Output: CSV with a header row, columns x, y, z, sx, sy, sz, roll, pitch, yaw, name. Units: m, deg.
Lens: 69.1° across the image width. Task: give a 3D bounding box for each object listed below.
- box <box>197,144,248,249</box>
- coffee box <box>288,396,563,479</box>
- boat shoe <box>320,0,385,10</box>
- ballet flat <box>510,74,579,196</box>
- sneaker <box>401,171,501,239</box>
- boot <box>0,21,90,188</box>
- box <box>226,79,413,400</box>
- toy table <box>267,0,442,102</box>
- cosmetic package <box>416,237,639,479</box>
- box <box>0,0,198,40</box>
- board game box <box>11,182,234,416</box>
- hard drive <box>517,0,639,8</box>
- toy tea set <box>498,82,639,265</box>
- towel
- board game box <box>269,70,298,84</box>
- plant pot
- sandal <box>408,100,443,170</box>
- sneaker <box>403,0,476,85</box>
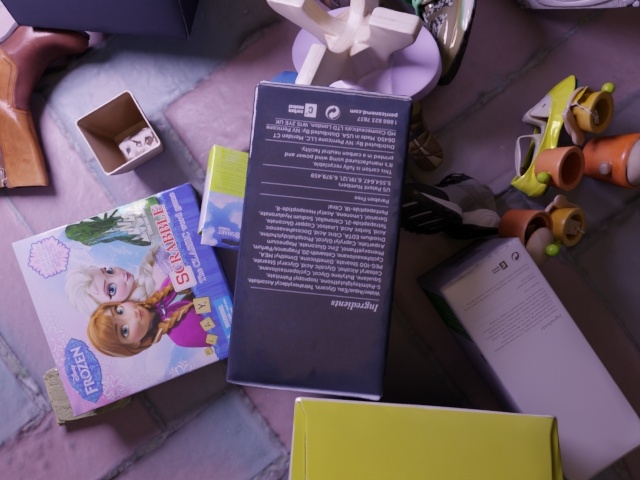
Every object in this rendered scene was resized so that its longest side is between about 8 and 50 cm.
x,y,z,sx,sy,sz,roll,pitch,yaw,name
-0.153,-0.070,0.827,0.108,0.042,0.179,11,78,-24,box
0.117,0.414,0.669,0.337,0.334,0.339,4,70,-1,coffee box
0.001,-0.534,0.826,0.324,0.123,0.116,43,83,-5,boat shoe
0.403,-0.195,0.848,0.077,0.077,0.231,15,91,5,ballet flat
0.214,-0.066,0.789,0.100,0.271,0.108,-15,74,44,sneaker
-0.528,-0.237,0.833,0.263,0.096,0.281,-7,91,-1,boot
0.000,0.000,0.735,0.211,0.293,0.396,5,89,0,box
0.048,-0.321,0.738,0.274,0.161,0.253,12,85,24,toy table
0.340,0.183,0.786,0.155,0.197,0.366,-33,89,0,cosmetic package
-0.346,-0.504,0.751,0.295,0.183,0.294,6,66,0,box
-0.326,0.099,0.831,0.317,0.066,0.319,-21,90,-7,board game box
0.352,-0.509,0.695,0.064,0.237,0.339,-45,126,-2,hard drive
0.449,-0.088,0.778,0.200,0.124,0.336,36,84,-33,toy tea set
-0.433,0.274,0.864,0.147,0.027,0.110,-17,89,0,towel
-0.019,-0.249,0.847,0.168,0.033,0.133,5,57,1,board game box
-0.343,-0.181,0.832,0.108,0.096,0.109,-31,89,0,plant pot
0.167,-0.211,0.863,0.072,0.049,0.180,-32,104,5,sandal
0.178,-0.473,0.831,0.181,0.158,0.411,-3,85,14,sneaker
